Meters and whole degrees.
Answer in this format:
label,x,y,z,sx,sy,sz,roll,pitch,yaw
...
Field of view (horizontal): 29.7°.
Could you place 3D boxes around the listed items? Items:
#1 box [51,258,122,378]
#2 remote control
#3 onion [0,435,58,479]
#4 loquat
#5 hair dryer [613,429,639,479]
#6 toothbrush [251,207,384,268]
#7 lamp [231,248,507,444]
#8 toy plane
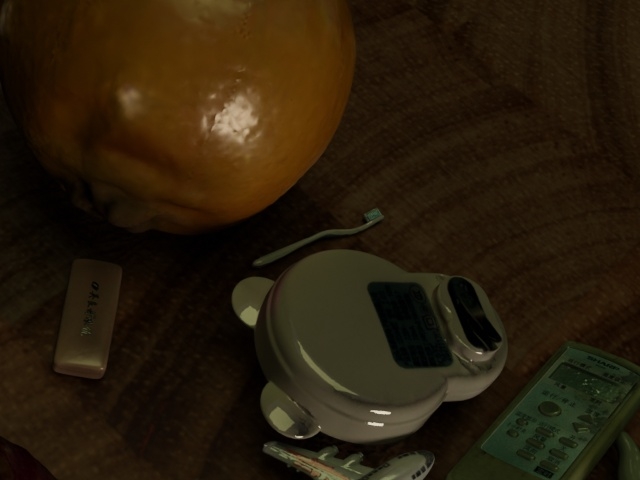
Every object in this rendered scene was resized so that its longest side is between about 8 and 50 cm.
label,x,y,z,sx,sy,sz,roll,pitch,yaw
box,-0.204,0.067,1.058,0.048,0.025,0.115,13,50,-12
remote control,0.209,0.176,1.092,0.098,0.038,0.233,22,43,32
onion,-0.242,0.269,0.768,0.256,0.272,0.230,-42,100,-32
loquat,-0.129,-0.165,1.074,0.328,0.328,0.329,10,51,-12
hair dryer,0.315,0.210,1.068,0.167,0.067,0.199,-8,37,25
toothbrush,0.000,0.000,1.190,0.162,0.014,0.017,-24,78,-33
lamp,0.048,0.096,1.069,0.246,0.108,0.180,-3,58,-24
toy plane,0.026,0.220,0.991,0.171,0.066,0.162,-22,62,-34
